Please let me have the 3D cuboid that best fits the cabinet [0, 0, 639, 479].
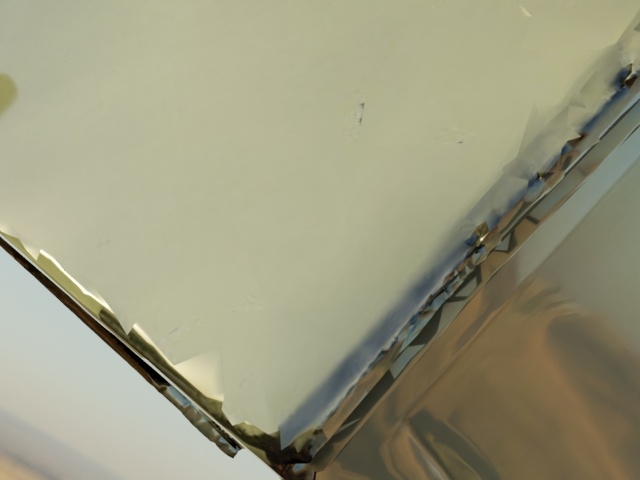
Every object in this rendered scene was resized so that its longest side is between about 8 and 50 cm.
[{"bbox_3d":[0.045,-0.018,0.544,0.290,0.227,0.318,34,-12,42],"label":"cabinet"}]
